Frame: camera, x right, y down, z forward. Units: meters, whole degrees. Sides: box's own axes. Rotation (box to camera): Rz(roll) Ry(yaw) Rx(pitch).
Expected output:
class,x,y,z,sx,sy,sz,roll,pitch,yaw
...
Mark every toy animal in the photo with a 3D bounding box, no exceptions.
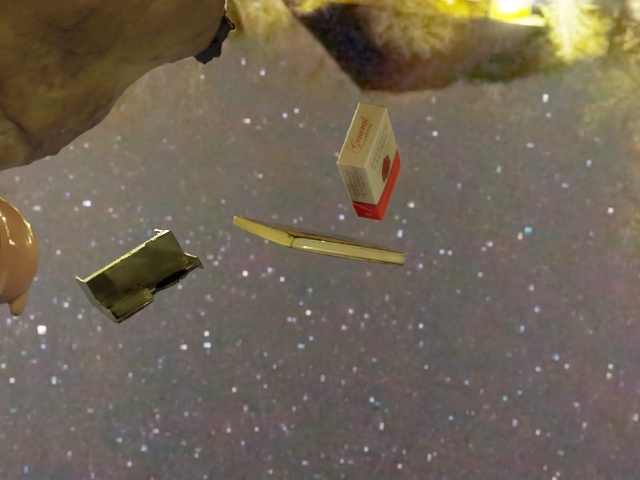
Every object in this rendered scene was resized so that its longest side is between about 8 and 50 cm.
class,x,y,z,sx,sy,sz,roll,pitch,yaw
toy animal,-0.459,0.006,1.183,0.166,0.154,0.250,-5,164,5

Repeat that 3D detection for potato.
class,x,y,z,sx,sy,sz,roll,pitch,yaw
potato,-0.237,-0.189,0.642,0.301,0.288,0.237,8,-146,35

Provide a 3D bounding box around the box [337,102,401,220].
class,x,y,z,sx,sy,sz,roll,pitch,yaw
box,0.070,-0.107,1.269,0.048,0.100,0.152,15,158,18

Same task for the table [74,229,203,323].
class,x,y,z,sx,sy,sz,roll,pitch,yaw
table,-0.270,0.047,1.343,0.146,0.062,0.175,-34,-164,-19

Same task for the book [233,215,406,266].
class,x,y,z,sx,sy,sz,roll,pitch,yaw
book,0.000,0.000,1.410,0.228,0.024,0.160,9,-173,-40
